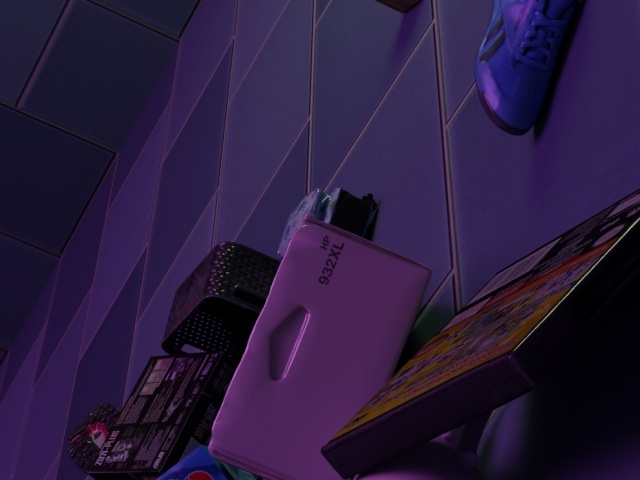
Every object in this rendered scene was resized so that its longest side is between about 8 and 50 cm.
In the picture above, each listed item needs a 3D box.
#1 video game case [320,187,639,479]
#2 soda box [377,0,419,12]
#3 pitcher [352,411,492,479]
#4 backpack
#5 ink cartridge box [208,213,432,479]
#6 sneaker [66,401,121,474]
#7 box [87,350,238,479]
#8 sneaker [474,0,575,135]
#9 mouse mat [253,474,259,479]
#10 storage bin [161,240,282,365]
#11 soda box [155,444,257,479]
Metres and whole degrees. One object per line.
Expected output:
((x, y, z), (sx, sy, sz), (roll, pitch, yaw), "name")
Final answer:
((0.146, 0.063, 1.325), (0.248, 0.035, 0.275), (-41, 3, -34), "video game case")
((0.118, -0.386, 2.255), (0.061, 0.058, 0.181), (-25, 44, 67), "soda box")
((0.092, 0.192, 1.401), (0.178, 0.125, 0.207), (-59, 5, 17), "pitcher")
((0.000, 0.000, 2.043), (0.114, 0.084, 0.105), (-50, 20, 54), "backpack")
((-0.002, 0.121, 1.643), (0.307, 0.129, 0.223), (98, -165, -82), "ink cartridge box")
((-0.227, 0.315, 2.314), (0.121, 0.112, 0.299), (-45, 32, 0), "sneaker")
((-0.181, 0.232, 2.180), (0.147, 0.077, 0.180), (-9, 45, 45), "box")
((0.201, -0.198, 1.688), (0.082, 0.069, 0.209), (-40, 30, 51), "sneaker")
((-0.135, 0.313, 2.104), (0.190, 0.007, 0.152), (-50, 18, 5), "mouse mat")
((-0.109, 0.089, 2.206), (0.180, 0.122, 0.084), (-45, 27, 54), "storage bin")
((-0.108, 0.266, 1.841), (0.067, 0.071, 0.210), (-38, -14, -1), "soda box")
